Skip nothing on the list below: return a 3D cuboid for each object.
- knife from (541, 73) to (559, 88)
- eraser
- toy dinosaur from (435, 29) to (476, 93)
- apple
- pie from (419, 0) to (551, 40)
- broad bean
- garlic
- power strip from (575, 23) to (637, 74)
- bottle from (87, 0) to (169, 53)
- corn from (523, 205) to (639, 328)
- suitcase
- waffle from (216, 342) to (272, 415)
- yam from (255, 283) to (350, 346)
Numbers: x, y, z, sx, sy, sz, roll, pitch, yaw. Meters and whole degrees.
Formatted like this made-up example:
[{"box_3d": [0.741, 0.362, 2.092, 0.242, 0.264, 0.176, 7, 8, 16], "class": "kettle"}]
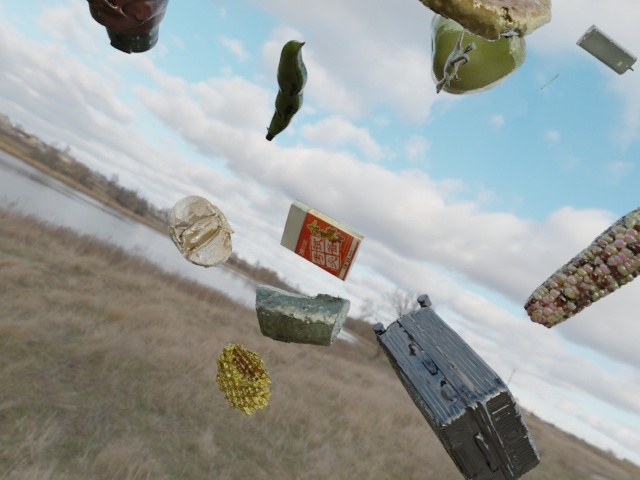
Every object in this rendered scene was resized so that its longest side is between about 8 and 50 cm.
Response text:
[{"box_3d": [0.880, -0.608, 1.800, 0.005, 0.091, 0.014, 49, -1, 35], "class": "knife"}, {"box_3d": [0.000, 0.000, 1.350, 0.230, 0.157, 0.038, 29, 37, 14], "class": "eraser"}, {"box_3d": [0.344, -0.475, 1.222, 0.039, 0.162, 0.126, 13, -23, -27], "class": "toy dinosaur"}, {"box_3d": [0.560, -0.709, 1.716, 0.357, 0.357, 0.357, 26, -8, 4], "class": "apple"}, {"box_3d": [0.297, -0.511, 0.904, 0.339, 0.339, 0.083, 28, -35, -7], "class": "pie"}, {"box_3d": [-0.060, -0.272, 0.886, 0.060, 0.043, 0.297, 4, -21, -11], "class": "broad bean"}, {"box_3d": [-0.381, -0.023, 1.435, 0.142, 0.178, 0.229, 2, -58, 48], "class": "garlic"}, {"box_3d": [0.797, -0.521, 1.300, 0.252, 0.060, 0.027, 14, 41, -30], "class": "power strip"}, {"box_3d": [-0.295, -0.414, 0.706, 0.143, 0.156, 0.271, 22, -32, -4], "class": "bottle"}, {"box_3d": [0.479, 0.050, 0.808, 0.092, 0.280, 0.092, 30, 30, -20], "class": "corn"}, {"box_3d": [0.259, 0.292, 0.937, 0.230, 0.152, 0.335, 59, -3, -24], "class": "suitcase"}, {"box_3d": [-0.218, 0.378, 1.300, 0.193, 0.197, 0.070, 13, 21, 39], "class": "waffle"}, {"box_3d": [-0.058, 0.204, 1.265, 0.254, 0.154, 0.154, 10, -11, 10], "class": "yam"}]
